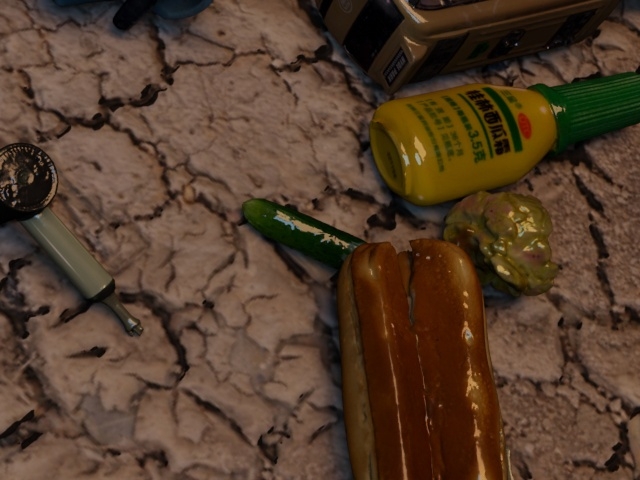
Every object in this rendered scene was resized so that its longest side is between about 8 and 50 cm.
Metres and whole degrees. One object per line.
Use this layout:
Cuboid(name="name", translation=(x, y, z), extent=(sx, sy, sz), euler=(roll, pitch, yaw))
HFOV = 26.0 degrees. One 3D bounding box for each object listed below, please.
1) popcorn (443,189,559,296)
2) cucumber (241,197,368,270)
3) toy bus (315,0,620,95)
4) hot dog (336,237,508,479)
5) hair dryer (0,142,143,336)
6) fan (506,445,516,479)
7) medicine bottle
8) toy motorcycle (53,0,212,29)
Cuboid(name="popcorn", translation=(0.167, 0.001, 1.280), extent=(0.089, 0.097, 0.109), euler=(-13, 56, -28))
Cuboid(name="cucumber", translation=(0.000, 0.000, 1.252), extent=(0.155, 0.037, 0.037), euler=(23, 60, -8))
Cuboid(name="toy bus", translation=(0.150, -0.249, 1.371), extent=(0.290, 0.139, 0.157), euler=(-16, 72, -28))
Cuboid(name="hot dog", translation=(0.086, 0.158, 1.172), extent=(0.135, 0.100, 0.337), euler=(-1, 65, -12))
Cuboid(name="hair dryer", translation=(-0.217, 0.008, 1.154), extent=(0.057, 0.100, 0.197), euler=(-46, 105, -28))
Cuboid(name="fan", translation=(0.167, 0.222, 1.223), extent=(0.056, 0.004, 0.083), euler=(4, 64, -17))
Cuboid(name="medicine bottle", translation=(0.193, -0.112, 1.355), extent=(0.309, 0.076, 0.111), euler=(-15, 72, -27))
Cuboid(name="toy motorcycle", translation=(-0.242, -0.271, 1.217), extent=(0.416, 0.172, 0.232), euler=(-25, 69, -37))
